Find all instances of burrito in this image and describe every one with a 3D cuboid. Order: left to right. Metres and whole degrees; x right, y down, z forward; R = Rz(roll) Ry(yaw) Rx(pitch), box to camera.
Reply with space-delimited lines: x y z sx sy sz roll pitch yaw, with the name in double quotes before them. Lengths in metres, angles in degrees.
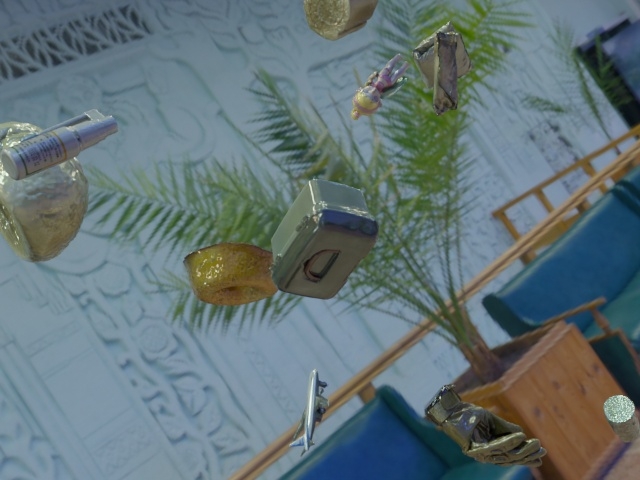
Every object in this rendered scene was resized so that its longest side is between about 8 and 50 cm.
"burrito" 0.255 -0.340 1.505 0.051 0.171 0.042 -11 18 -17

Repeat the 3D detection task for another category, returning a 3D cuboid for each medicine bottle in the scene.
"medicine bottle" -0.489 -0.186 1.377 0.221 0.092 0.061 -32 -33 -37

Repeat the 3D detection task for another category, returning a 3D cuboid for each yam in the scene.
"yam" 0.700 0.414 1.711 0.068 0.068 0.169 -34 -40 4

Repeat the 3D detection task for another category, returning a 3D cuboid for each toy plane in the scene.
"toy plane" -0.021 0.411 1.786 0.226 0.058 0.226 -56 11 45

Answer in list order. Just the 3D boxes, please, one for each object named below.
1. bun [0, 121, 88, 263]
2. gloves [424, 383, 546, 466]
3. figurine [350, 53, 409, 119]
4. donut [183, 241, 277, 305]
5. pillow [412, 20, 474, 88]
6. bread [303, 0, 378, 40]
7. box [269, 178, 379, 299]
"bun" -0.693 -0.129 1.809 0.227 0.348 0.352 -26 12 -28
"gloves" 0.434 0.516 1.963 0.141 0.331 0.154 -57 -9 -4
"figurine" 0.139 -0.358 1.743 0.187 0.083 0.083 -52 2 -12
"donut" -0.226 0.098 1.978 0.278 0.108 0.277 -7 -20 -3
"pillow" 0.309 -0.464 1.877 0.134 0.077 0.181 -30 -25 9
"bread" 0.047 -0.552 1.708 0.141 0.134 0.148 -40 -24 -46
"box" 0.000 0.000 1.348 0.148 0.129 0.210 12 -46 -26
